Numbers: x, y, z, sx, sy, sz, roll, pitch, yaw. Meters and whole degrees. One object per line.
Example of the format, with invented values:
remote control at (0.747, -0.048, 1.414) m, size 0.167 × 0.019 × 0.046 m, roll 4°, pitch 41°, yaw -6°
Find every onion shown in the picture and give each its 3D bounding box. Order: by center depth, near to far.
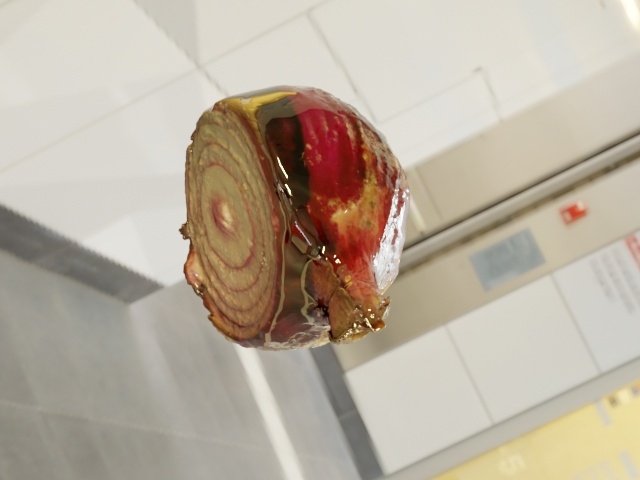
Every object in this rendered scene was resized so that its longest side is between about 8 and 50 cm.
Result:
onion at (0.000, 0.000, 0.895) m, size 0.218 × 0.140 × 0.195 m, roll 42°, pitch -53°, yaw 47°
